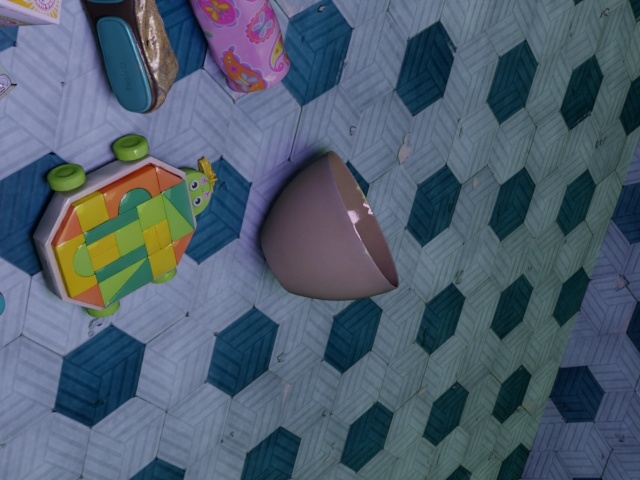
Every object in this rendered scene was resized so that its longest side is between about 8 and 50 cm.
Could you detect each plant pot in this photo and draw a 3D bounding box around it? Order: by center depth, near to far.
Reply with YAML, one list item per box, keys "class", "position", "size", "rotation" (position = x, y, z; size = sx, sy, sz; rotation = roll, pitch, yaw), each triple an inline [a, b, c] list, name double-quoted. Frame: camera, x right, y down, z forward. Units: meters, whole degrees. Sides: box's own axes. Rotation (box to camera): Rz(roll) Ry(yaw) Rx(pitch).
- class: "plant pot"
  position: [0.000, 0.000, 1.733]
  size: [0.191, 0.284, 0.284]
  rotation: [-26, 140, 12]

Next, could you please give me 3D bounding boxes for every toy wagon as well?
- class: "toy wagon"
  position: [-0.297, -0.037, 1.511]
  size: [0.344, 0.068, 0.267]
  rotation: [-31, 132, -31]

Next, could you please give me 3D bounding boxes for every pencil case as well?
- class: "pencil case"
  position: [-0.141, -0.369, 1.452]
  size: [0.124, 0.124, 0.284]
  rotation: [-45, 137, -20]

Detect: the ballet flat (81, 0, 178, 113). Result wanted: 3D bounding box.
- class: "ballet flat"
  position: [-0.282, -0.352, 1.326]
  size: [0.123, 0.123, 0.349]
  rotation: [-35, 133, -29]

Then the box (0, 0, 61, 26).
- class: "box"
  position: [-0.420, -0.341, 1.127]
  size: [0.203, 0.103, 0.114]
  rotation: [6, 90, -61]

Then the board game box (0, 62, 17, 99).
- class: "board game box"
  position: [-0.551, -0.243, 1.139]
  size: [0.213, 0.046, 0.317]
  rotation: [-48, 139, -17]

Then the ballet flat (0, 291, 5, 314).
- class: "ballet flat"
  position: [-0.556, 0.095, 1.313]
  size: [0.213, 0.068, 0.072]
  rotation: [-9, 106, -50]
